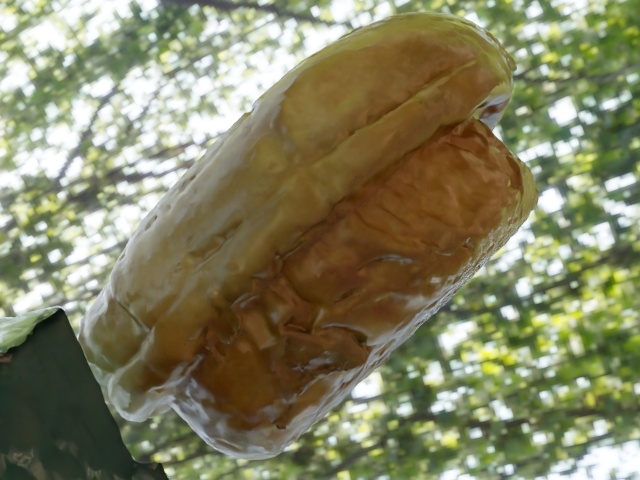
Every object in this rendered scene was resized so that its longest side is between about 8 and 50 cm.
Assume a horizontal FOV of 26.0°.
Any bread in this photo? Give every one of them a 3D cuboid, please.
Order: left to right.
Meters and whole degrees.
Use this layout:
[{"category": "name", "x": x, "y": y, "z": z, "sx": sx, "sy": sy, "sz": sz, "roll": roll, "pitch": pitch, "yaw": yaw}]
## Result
[{"category": "bread", "x": -0.001, "y": 0.000, "z": 0.626, "sx": 0.120, "sy": 0.236, "sz": 0.198, "roll": 46, "pitch": -161, "yaw": 8}]

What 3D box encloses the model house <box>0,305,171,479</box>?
[{"category": "model house", "x": -0.200, "y": 0.199, "z": 0.528, "sx": 0.248, "sy": 0.281, "sz": 0.230, "roll": 69, "pitch": -156, "yaw": -12}]
